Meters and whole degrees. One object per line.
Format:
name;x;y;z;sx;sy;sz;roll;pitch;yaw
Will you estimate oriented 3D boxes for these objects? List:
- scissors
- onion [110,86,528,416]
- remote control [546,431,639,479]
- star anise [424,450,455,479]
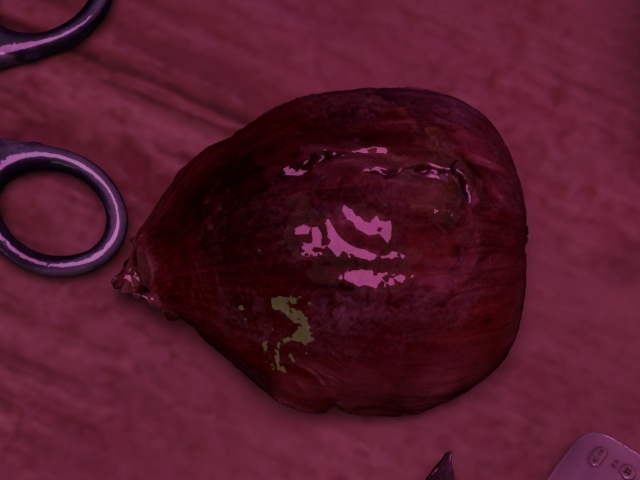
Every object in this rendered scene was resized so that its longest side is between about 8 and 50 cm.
scissors;-0.326;-0.093;1.293;0.383;0.029;0.256;-2;73;-1
onion;0.000;0.000;1.227;0.283;0.120;0.227;-8;69;-3
remote control;0.247;0.214;1.209;0.229;0.044;0.073;35;64;12
star anise;0.067;0.198;1.200;0.124;0.056;0.129;18;77;-8
